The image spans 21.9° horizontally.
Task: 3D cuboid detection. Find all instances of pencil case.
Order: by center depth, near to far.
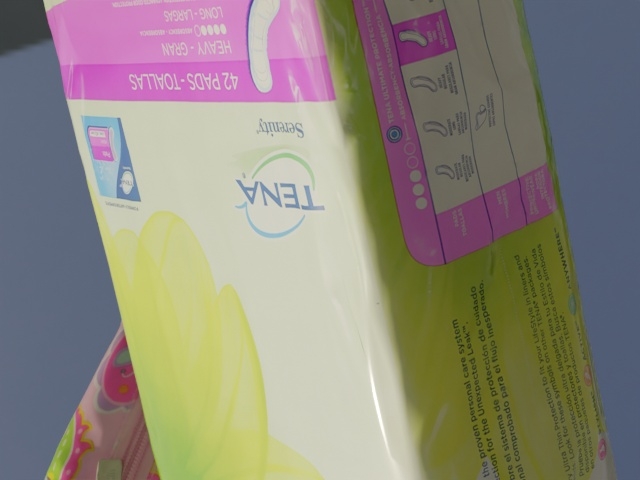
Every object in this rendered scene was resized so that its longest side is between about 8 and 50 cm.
[{"bbox_3d":[-0.079,0.098,0.955,0.124,0.124,0.284,19,-117,8],"label":"pencil case"}]

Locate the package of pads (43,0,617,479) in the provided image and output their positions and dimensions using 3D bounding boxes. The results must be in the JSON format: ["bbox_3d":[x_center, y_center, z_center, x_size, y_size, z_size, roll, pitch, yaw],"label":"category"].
[{"bbox_3d":[0.000,0.000,0.669,0.101,0.296,0.229,-22,-163,-31],"label":"package of pads"}]
